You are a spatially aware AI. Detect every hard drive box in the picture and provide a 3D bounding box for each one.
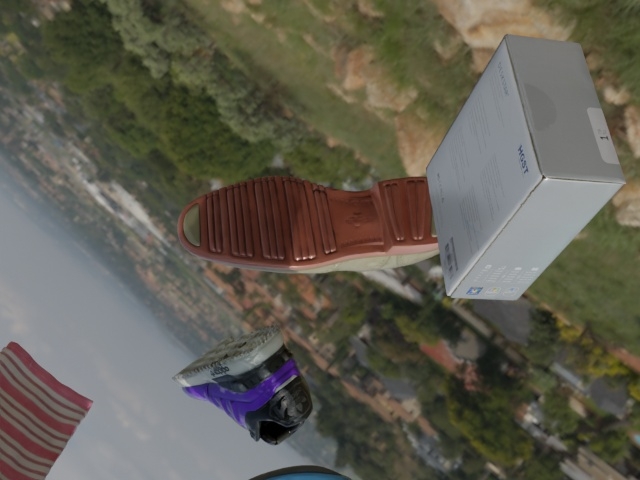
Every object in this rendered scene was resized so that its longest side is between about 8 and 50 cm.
[{"bbox_3d":[0.202,-0.069,0.940,0.089,0.181,0.232,3,148,-15],"label":"hard drive box"}]

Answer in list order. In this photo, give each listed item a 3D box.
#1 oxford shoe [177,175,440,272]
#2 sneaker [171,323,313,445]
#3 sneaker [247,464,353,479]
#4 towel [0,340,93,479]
[{"bbox_3d":[0.000,0.000,1.255,0.397,0.140,0.146,0,155,-7],"label":"oxford shoe"},{"bbox_3d":[-0.096,0.204,1.161,0.146,0.102,0.293,56,155,-5],"label":"sneaker"},{"bbox_3d":[-0.067,0.319,0.820,0.140,0.341,0.125,7,-139,-55],"label":"sneaker"},{"bbox_3d":[-0.378,0.223,1.110,0.144,0.029,0.197,41,-155,-11],"label":"towel"}]
